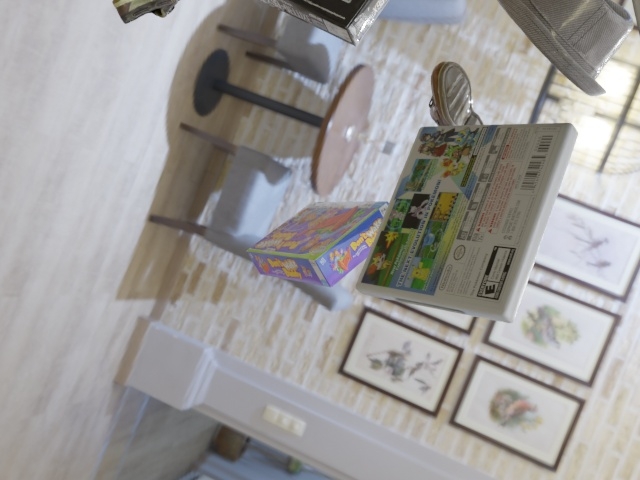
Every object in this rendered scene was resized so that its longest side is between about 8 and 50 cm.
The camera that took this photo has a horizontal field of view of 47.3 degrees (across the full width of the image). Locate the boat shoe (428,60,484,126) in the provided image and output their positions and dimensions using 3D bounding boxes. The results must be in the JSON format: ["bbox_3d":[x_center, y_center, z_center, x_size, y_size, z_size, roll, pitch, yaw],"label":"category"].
[{"bbox_3d":[0.314,-0.326,1.806,0.111,0.104,0.307,-52,142,-14],"label":"boat shoe"}]

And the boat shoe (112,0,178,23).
[{"bbox_3d":[-0.271,-0.397,1.224,0.152,0.056,0.049,-23,105,-25],"label":"boat shoe"}]

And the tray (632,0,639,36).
[{"bbox_3d":[0.447,-0.303,0.901,0.030,0.145,0.270,-25,103,-34],"label":"tray"}]

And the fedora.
[{"bbox_3d":[0.376,-0.339,1.102,0.124,0.244,0.275,-44,-174,24],"label":"fedora"}]

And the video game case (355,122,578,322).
[{"bbox_3d":[0.230,-0.043,1.192,0.036,0.300,0.329,36,71,-40],"label":"video game case"}]

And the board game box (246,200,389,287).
[{"bbox_3d":[0.000,0.000,1.772,0.233,0.347,0.078,-38,111,-24],"label":"board game box"}]

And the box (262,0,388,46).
[{"bbox_3d":[0.014,-0.567,1.503,0.242,0.307,0.076,-55,155,-5],"label":"box"}]
